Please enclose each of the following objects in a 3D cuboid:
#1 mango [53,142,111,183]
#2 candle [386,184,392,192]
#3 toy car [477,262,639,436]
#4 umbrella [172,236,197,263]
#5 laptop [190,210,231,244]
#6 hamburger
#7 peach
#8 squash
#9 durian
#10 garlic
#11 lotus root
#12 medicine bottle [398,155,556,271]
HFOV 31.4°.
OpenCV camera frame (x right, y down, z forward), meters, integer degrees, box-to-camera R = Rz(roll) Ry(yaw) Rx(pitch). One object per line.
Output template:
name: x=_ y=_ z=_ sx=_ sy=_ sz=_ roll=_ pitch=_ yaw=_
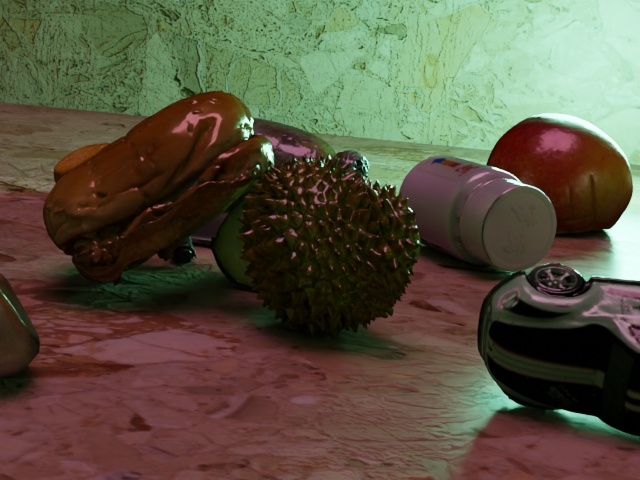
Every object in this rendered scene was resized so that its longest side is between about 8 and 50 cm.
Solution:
mango: x=-0.396 y=-0.115 z=2.007 sx=0.141 sy=0.102 sz=0.217 roll=-23 pitch=15 yaw=-12
candle: x=0.099 y=-0.021 z=1.818 sx=0.059 sy=0.084 sz=0.301 roll=-25 pitch=9 yaw=19
toy car: x=0.298 y=0.112 z=1.045 sx=0.306 sy=0.136 sz=0.125 roll=4 pitch=32 yaw=5
umbrella: x=-0.200 y=0.008 z=1.624 sx=0.036 sy=0.031 sz=0.133 roll=-24 pitch=15 yaw=-5
laptop: x=-0.119 y=-0.017 z=1.813 sx=0.188 sy=0.015 sz=0.269 roll=8 pitch=12 yaw=19
hamburger: x=-0.197 y=-0.069 z=1.416 sx=0.319 sy=0.158 sz=0.318 roll=-33 pitch=9 yaw=6
peach: x=0.420 y=-0.113 z=2.104 sx=0.275 sy=0.245 sz=0.248 roll=-11 pitch=-13 yaw=-19
squash: x=-0.026 y=-0.014 z=1.568 sx=0.137 sy=0.137 sz=0.287 roll=9 pitch=10 yaw=22
durian: x=0.000 y=0.001 z=1.293 sx=0.177 sy=0.200 sz=0.237 roll=9 pitch=14 yaw=-20
garlic: x=-0.317 y=0.059 z=1.062 sx=0.091 sy=0.128 sz=0.198 roll=-14 pitch=18 yaw=-10
lotus root: x=-0.081 y=-0.119 z=1.962 sx=0.350 sy=0.175 sz=0.175 roll=13 pitch=14 yaw=30
medicine bottle: x=0.234 y=-0.041 z=1.730 sx=0.152 sy=0.152 sz=0.254 roll=-1 pitch=13 yaw=-25
